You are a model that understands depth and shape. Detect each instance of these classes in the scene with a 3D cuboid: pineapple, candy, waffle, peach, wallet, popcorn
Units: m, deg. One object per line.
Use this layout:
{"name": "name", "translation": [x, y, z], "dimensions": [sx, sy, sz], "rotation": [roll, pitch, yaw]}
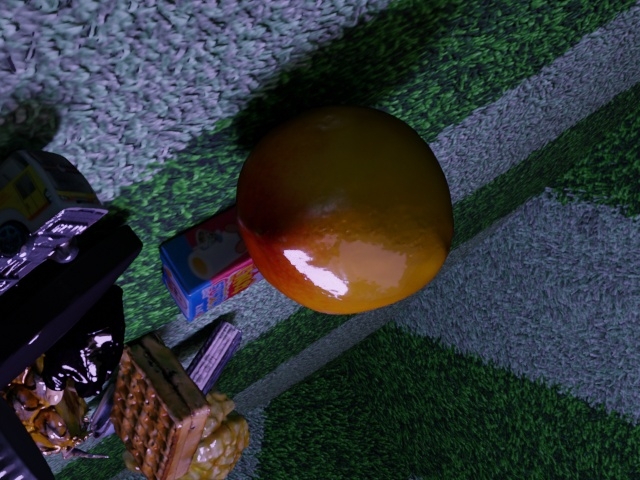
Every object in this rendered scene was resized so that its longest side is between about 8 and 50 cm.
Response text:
{"name": "pineapple", "translation": [-0.479, 0.306, 1.615], "dimensions": [0.161, 0.158, 0.334], "rotation": [-27, 164, -11]}
{"name": "candy", "translation": [-0.105, 0.003, 1.557], "dimensions": [0.305, 0.100, 0.157], "rotation": [-28, 167, -17]}
{"name": "waffle", "translation": [-0.330, 0.349, 1.941], "dimensions": [0.091, 0.213, 0.308], "rotation": [-24, 152, -34]}
{"name": "peach", "translation": [0.021, -0.050, 1.301], "dimensions": [0.307, 0.289, 0.289], "rotation": [7, 148, -27]}
{"name": "wallet", "translation": [-0.419, 0.356, 2.181], "dimensions": [0.170, 0.069, 0.231], "rotation": [-55, 164, 14]}
{"name": "popcorn", "translation": [-0.338, 0.511, 2.521], "dimensions": [0.274, 0.279, 0.335], "rotation": [-47, 169, -47]}

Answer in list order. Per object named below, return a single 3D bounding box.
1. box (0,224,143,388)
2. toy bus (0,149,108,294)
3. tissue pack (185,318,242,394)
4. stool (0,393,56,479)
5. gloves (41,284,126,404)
{"name": "box", "translation": [-0.370, 0.112, 1.215], "dimensions": [0.289, 0.073, 0.290], "rotation": [-39, -174, 25]}
{"name": "toy bus", "translation": [-0.346, 0.010, 0.984], "dimensions": [0.268, 0.106, 0.092], "rotation": [-35, 168, 18]}
{"name": "tissue pack", "translation": [-0.262, 0.297, 2.138], "dimensions": [0.236, 0.073, 0.173], "rotation": [-58, 179, -21]}
{"name": "stool", "translation": [-0.577, 0.361, 1.359], "dimensions": [0.330, 0.297, 0.297], "rotation": [-35, 168, -13]}
{"name": "gloves", "translation": [-0.366, 0.171, 1.486], "dimensions": [0.164, 0.124, 0.203], "rotation": [-54, 166, -37]}
